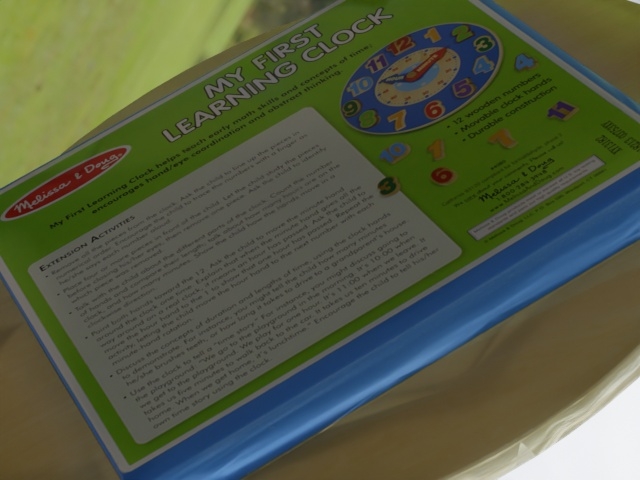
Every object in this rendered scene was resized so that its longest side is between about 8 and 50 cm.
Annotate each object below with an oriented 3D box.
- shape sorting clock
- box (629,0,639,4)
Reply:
[{"bbox_3d":[0.000,0.000,0.431,0.206,0.206,0.040,-59,140,-38],"label":"shape sorting clock"},{"bbox_3d":[0.174,-0.114,0.672,0.091,0.170,0.130,110,0,-45],"label":"box"}]
